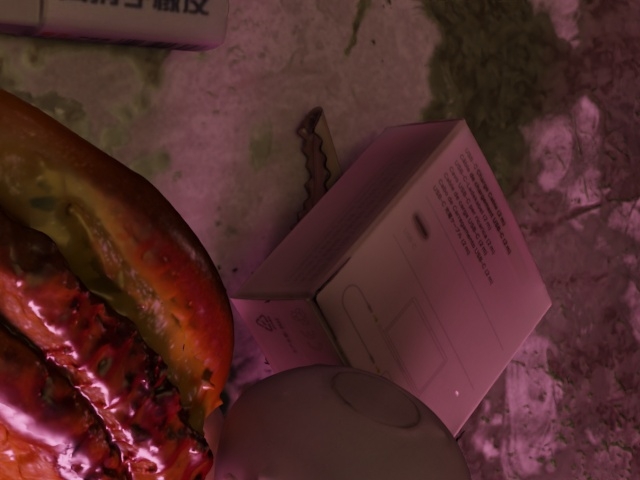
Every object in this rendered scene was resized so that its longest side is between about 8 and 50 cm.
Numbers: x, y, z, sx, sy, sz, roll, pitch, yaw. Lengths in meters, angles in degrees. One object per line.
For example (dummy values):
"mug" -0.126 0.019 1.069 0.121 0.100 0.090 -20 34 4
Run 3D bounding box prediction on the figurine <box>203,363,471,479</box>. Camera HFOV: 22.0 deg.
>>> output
"figurine" -0.054 0.258 1.273 0.226 0.274 0.394 4 122 -42

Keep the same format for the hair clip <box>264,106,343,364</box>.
"hair clip" 0.000 0.000 1.418 0.072 0.034 0.226 13 81 -36

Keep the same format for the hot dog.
"hot dog" -0.186 0.069 1.119 0.185 0.223 0.405 -60 141 -31

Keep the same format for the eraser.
"eraser" -0.176 -0.217 1.283 0.210 0.068 0.125 2 90 -32

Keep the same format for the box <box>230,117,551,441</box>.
"box" 0.069 0.050 1.385 0.252 0.106 0.203 -48 120 -35
